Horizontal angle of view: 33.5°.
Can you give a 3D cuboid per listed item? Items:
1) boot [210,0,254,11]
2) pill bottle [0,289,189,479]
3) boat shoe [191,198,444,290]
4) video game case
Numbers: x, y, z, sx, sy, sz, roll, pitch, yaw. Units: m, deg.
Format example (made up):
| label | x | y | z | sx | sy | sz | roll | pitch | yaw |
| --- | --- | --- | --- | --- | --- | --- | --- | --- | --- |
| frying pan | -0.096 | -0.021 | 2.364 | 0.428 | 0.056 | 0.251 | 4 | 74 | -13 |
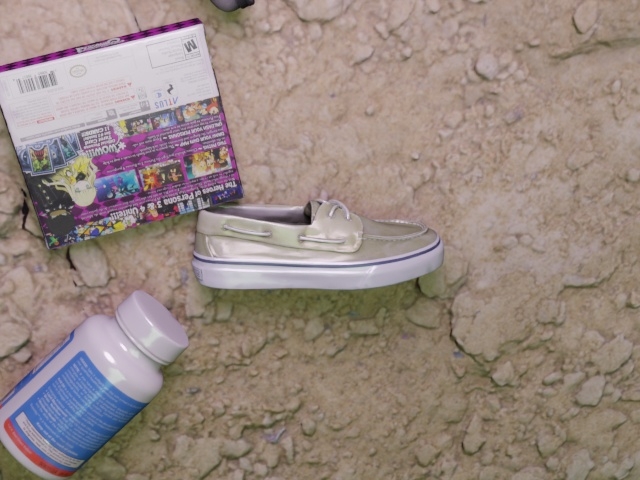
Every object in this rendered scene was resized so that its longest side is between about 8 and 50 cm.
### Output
| label | x | y | z | sx | sy | sz | roll | pitch | yaw |
| --- | --- | --- | --- | --- | --- | --- | --- | --- | --- |
| boot | -0.234 | -0.329 | 1.055 | 0.223 | 0.118 | 0.338 | -33 | 110 | 9 |
| pill bottle | -0.262 | 0.165 | 1.239 | 0.221 | 0.124 | 0.124 | -43 | 116 | 7 |
| boat shoe | 0.000 | 0.000 | 1.247 | 0.302 | 0.109 | 0.094 | -4 | 112 | -10 |
| video game case | -0.218 | -0.116 | 1.173 | 0.232 | 0.042 | 0.210 | -16 | 116 | -7 |
